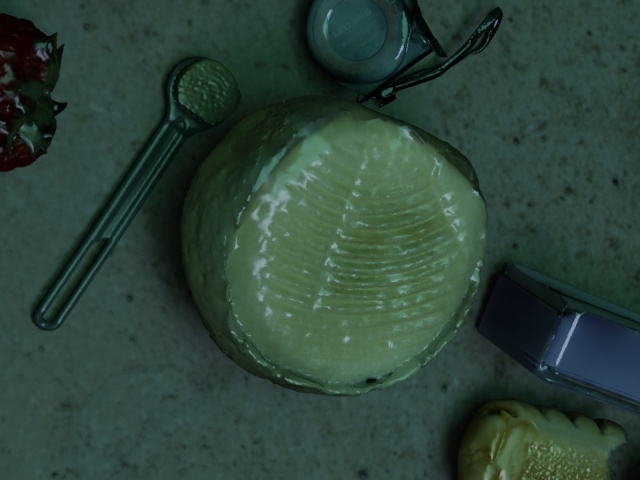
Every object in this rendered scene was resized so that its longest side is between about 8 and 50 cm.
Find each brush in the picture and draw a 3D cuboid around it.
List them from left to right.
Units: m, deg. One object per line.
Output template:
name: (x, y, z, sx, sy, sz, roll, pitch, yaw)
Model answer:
brush: (-0.152, -0.037, 1.640, 0.062, 0.027, 0.266, 37, 79, -21)

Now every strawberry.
strawberry: (-0.273, -0.114, 1.545, 0.131, 0.148, 0.131, 6, 90, -66)

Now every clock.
clock: (0.251, 0.095, 1.762, 0.193, 0.144, 0.073, 21, 97, -23)

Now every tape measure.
tape measure: (0.069, -0.184, 1.726, 0.180, 0.104, 0.107, -22, 78, -54)

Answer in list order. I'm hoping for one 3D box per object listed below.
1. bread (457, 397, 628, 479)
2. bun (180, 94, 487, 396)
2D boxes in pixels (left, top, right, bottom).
bread: (0.199, 0.204, 1.779, 0.177, 0.084, 0.119, 18, 84, -23)
bun: (0.000, 0.000, 1.643, 0.259, 0.152, 0.259, -7, 109, -22)
